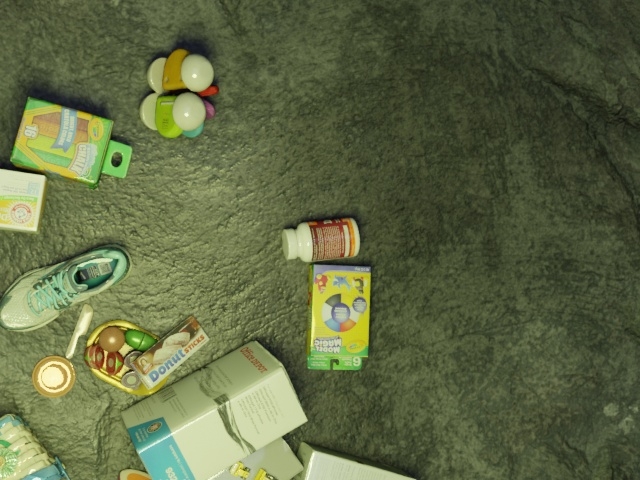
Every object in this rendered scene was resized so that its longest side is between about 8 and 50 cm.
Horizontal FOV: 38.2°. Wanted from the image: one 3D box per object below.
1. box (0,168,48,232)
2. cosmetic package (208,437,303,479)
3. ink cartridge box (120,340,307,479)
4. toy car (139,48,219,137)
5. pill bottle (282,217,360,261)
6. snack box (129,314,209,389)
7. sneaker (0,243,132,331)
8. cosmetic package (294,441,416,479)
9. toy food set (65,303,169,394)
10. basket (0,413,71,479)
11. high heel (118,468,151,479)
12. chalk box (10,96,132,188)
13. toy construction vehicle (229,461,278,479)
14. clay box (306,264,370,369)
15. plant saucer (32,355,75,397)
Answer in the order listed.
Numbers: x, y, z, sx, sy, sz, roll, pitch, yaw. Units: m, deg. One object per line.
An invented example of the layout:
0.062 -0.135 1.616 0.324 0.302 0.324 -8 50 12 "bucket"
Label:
-0.638 -0.081 1.784 0.203 0.103 0.114 8 85 -13 "box"
-0.168 0.477 1.869 0.238 0.107 0.127 -34 95 -16 "cosmetic package"
-0.209 0.341 1.794 0.307 0.223 0.129 -28 106 -13 "ink cartridge box"
-0.271 -0.290 1.878 0.136 0.159 0.182 17 81 -49 "toy car"
0.000 0.000 1.941 0.152 0.086 0.086 -6 88 -14 "pill bottle"
-0.299 0.221 1.844 0.064 0.022 0.178 56 44 -6 "snack box"
-0.502 0.084 1.798 0.283 0.122 0.110 -30 94 -13 "sneaker"
0.069 0.492 1.916 0.231 0.117 0.085 17 84 -13 "cosmetic package"
-0.398 0.226 1.841 0.218 0.071 0.128 28 81 -10 "toy food set"
-0.584 0.492 1.715 0.255 0.201 0.289 -32 85 -14 "basket"
-0.323 0.566 1.857 0.244 0.117 0.082 38 44 6 "high heel"
-0.480 -0.181 1.813 0.213 0.132 0.132 14 84 -12 "chalk box"
-0.140 0.482 1.805 0.098 0.035 0.086 34 81 -13 "toy construction vehicle"
0.038 0.164 1.958 0.127 0.053 0.222 2 86 -13 "clay box"
-0.530 0.271 1.837 0.084 0.013 0.083 1 86 -13 "plant saucer"
